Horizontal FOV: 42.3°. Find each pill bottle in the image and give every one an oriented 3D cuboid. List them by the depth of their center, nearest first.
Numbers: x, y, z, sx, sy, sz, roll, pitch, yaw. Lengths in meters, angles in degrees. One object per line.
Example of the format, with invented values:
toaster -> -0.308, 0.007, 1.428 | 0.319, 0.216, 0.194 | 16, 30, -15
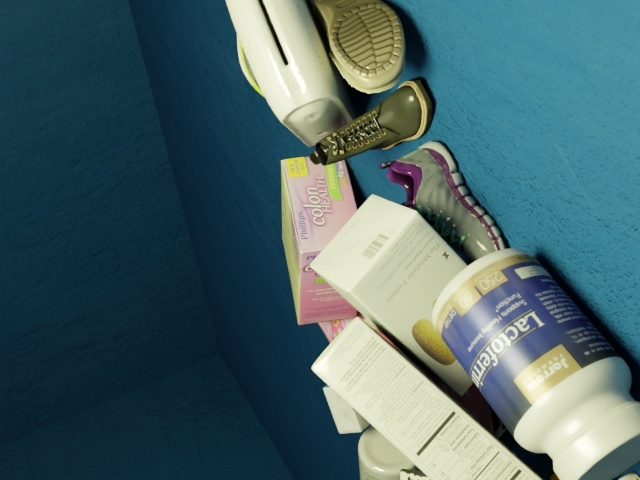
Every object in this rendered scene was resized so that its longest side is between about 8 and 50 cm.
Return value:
pill bottle -> 0.259, 0.148, 0.961 | 0.264, 0.153, 0.153 | 55, 159, 34
pill bottle -> 0.149, 0.498, 1.752 | 0.131, 0.131, 0.229 | 52, 156, 43

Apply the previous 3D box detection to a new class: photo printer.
photo printer -> -0.043, -0.284, 1.256 | 0.307, 0.107, 0.255 | 17, -130, -80

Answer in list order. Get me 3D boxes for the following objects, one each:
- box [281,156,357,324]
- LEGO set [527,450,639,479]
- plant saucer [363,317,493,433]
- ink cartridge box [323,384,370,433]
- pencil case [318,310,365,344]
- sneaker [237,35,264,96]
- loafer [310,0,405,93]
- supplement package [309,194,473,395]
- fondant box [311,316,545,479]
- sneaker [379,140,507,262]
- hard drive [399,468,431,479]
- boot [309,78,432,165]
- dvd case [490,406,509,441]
box -> 0.000, 0.000, 1.536 | 0.243, 0.117, 0.213 | 92, 168, -54
LEGO set -> 0.317, 0.257, 1.030 | 0.227, 0.087, 0.093 | 54, 158, 35
plant saucer -> 0.159, 0.228, 1.377 | 0.332, 0.084, 0.332 | 55, 158, 36
ink cartridge box -> 0.093, 0.314, 1.720 | 0.060, 0.180, 0.104 | -17, 96, 38
pencil case -> 0.068, 0.193, 1.651 | 0.284, 0.124, 0.124 | 60, 161, 29
sneaker -> -0.093, -0.385, 1.474 | 0.121, 0.111, 0.299 | 19, 131, 63
loafer -> 0.057, -0.285, 1.158 | 0.092, 0.102, 0.268 | 63, -175, -47
supplement package -> 0.131, 0.074, 1.128 | 0.244, 0.139, 0.134 | 43, 174, -25
fondant box -> 0.154, 0.253, 1.115 | 0.330, 0.096, 0.238 | 42, 178, 14
sneaker -> 0.165, -0.026, 1.125 | 0.223, 0.098, 0.083 | 62, 162, 22
hard drive -> 0.152, 0.518, 1.202 | 0.237, 0.064, 0.338 | 47, -131, -60
boot -> 0.070, -0.157, 1.192 | 0.076, 0.137, 0.198 | 66, 162, 9
dvd case -> 0.239, 0.265, 1.371 | 0.179, 0.030, 0.238 | 60, 162, 25
